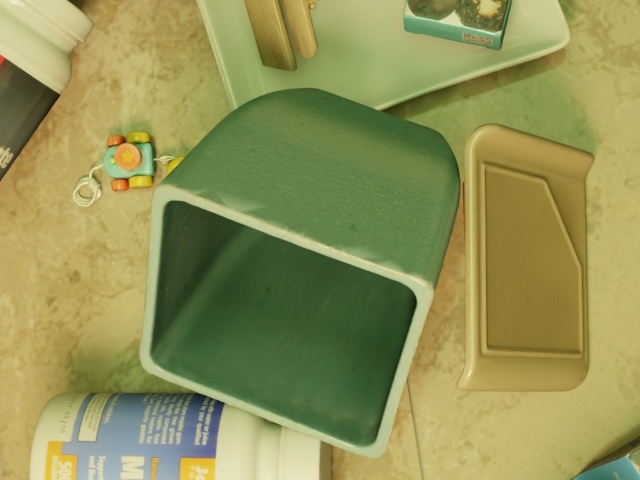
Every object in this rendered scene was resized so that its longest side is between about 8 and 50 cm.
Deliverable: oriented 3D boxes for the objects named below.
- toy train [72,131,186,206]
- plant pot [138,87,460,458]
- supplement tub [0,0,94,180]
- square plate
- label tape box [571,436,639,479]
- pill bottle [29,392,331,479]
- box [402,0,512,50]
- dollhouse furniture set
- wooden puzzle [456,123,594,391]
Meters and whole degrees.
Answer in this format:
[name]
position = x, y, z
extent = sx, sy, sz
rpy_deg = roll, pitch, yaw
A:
[toy train]
position = -0.174, -0.040, 1.403
extent = 0.166, 0.046, 0.125
rpy_deg = 34, 89, 8
[plant pot]
position = 0.000, 0.000, 1.268
extent = 0.247, 0.248, 0.252
rpy_deg = 20, 45, 8
[supplement tub]
position = -0.371, -0.154, 1.364
extent = 0.191, 0.191, 0.272
rpy_deg = 34, 89, 9
[square plate]
position = 0.037, -0.296, 1.403
extent = 0.347, 0.049, 0.344
rpy_deg = -19, 82, 4
[label tape box]
position = 0.394, 0.273, 1.277
extent = 0.333, 0.106, 0.241
rpy_deg = -32, 81, 2
[pill bottle]
position = -0.129, 0.224, 1.319
extent = 0.272, 0.152, 0.152
rpy_deg = 0, 84, 7
[box]
position = 0.156, -0.318, 1.336
extent = 0.100, 0.060, 0.244
rpy_deg = 13, 86, 8
[dollhouse furniture set]
position = 0.025, -0.246, 1.325
extent = 0.151, 0.144, 0.123
rpy_deg = -27, 116, -26
[wooden puzzle]
position = 0.190, 0.023, 1.284
extent = 0.044, 0.221, 0.239
rpy_deg = 1, 86, 38
